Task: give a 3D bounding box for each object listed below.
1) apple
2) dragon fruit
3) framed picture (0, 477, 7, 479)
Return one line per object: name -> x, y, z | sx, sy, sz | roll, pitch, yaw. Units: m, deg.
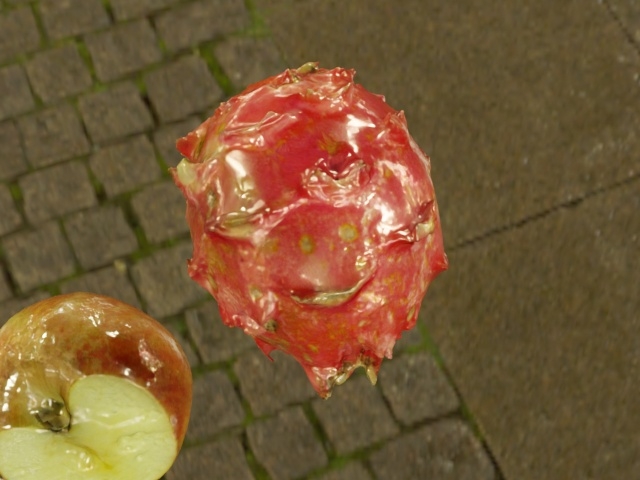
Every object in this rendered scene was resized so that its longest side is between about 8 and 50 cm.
apple -> -0.206, 0.128, 1.286 | 0.195, 0.173, 0.160 | -39, 53, 21
dragon fruit -> 0.000, 0.000, 1.144 | 0.210, 0.268, 0.205 | 8, 25, 43
framed picture -> -0.251, 0.189, 0.824 | 0.192, 0.265, 0.018 | 21, 44, -11
